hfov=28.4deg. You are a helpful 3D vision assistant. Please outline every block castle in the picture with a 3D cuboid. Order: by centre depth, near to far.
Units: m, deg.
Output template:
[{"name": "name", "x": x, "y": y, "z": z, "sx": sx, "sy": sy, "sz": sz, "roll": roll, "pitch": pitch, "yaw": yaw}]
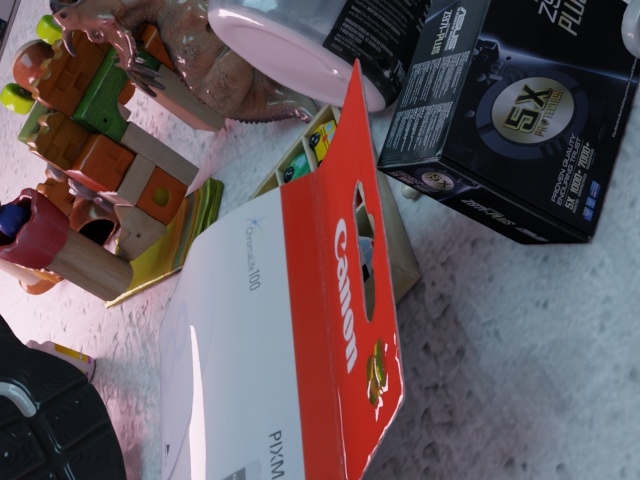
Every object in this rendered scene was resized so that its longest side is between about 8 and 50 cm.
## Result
[{"name": "block castle", "x": -0.290, "y": -0.166, "z": 1.535, "sx": 0.303, "sy": 0.213, "sz": 0.453, "roll": 8, "pitch": 67, "yaw": 52}]

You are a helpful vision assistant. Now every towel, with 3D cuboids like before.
[{"name": "towel", "x": -0.194, "y": 0.006, "z": 1.508, "sx": 0.237, "sy": 0.021, "sz": 0.102, "roll": -26, "pitch": 45, "yaw": 49}]

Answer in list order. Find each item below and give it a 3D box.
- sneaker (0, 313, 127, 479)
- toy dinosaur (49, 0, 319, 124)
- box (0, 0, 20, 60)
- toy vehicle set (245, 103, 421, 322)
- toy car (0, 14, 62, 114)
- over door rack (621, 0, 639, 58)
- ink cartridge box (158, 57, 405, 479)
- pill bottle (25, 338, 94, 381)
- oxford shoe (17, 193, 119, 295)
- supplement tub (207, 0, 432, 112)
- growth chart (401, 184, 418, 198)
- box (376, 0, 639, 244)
[{"name": "sneaker", "x": -0.344, "y": 0.251, "z": 1.465, "sx": 0.447, "sy": 0.169, "sz": 0.257, "roll": 41, "pitch": 150, "yaw": 37}, {"name": "toy dinosaur", "x": -0.119, "y": -0.196, "z": 1.337, "sx": 0.200, "sy": 0.295, "sz": 0.127, "roll": -44, "pitch": 1, "yaw": 13}, {"name": "box", "x": -0.481, "y": -0.213, "z": 1.518, "sx": 0.087, "sy": 0.169, "sz": 0.290, "roll": -36, "pitch": 36, "yaw": 47}, {"name": "toy vehicle set", "x": 0.000, "y": 0.000, "z": 1.174, "sx": 0.166, "sy": 0.035, "sz": 0.267, "roll": -50, "pitch": 31, "yaw": 24}, {"name": "toy car", "x": -0.368, "y": -0.221, "z": 1.914, "sx": 0.188, "sy": 0.149, "sz": 0.155, "roll": 47, "pitch": 115, "yaw": 30}, {"name": "over door rack", "x": 0.352, "y": -0.194, "z": 0.694, "sx": 0.324, "sy": 0.108, "sz": 0.239, "roll": -49, "pitch": 29, "yaw": -3}, {"name": "ink cartridge box", "x": -0.048, "y": 0.092, "z": 0.978, "sx": 0.385, "sy": 0.091, "sz": 0.308, "roll": 114, "pitch": 157, "yaw": -48}, {"name": "pill bottle", "x": -0.320, "y": 0.148, "z": 1.536, "sx": 0.043, "sy": 0.083, "sz": 0.043, "roll": -39, "pitch": 37, "yaw": 38}, {"name": "oxford shoe", "x": -0.342, "y": 0.013, "z": 1.697, "sx": 0.212, "sy": 0.076, "sz": 0.076, "roll": -45, "pitch": 38, "yaw": 29}, {"name": "supplement tub", "x": 0.046, "y": -0.294, "z": 1.158, "sx": 0.193, "sy": 0.194, "sz": 0.316, "roll": 11, "pitch": 73, "yaw": 61}, {"name": "growth chart", "x": 0.147, "y": -0.157, "z": 1.072, "sx": 0.172, "sy": 0.021, "sz": 0.237, "roll": -14, "pitch": 56, "yaw": 54}, {"name": "box", "x": 0.142, "y": -0.106, "z": 0.907, "sx": 0.077, "sy": 0.147, "sz": 0.180, "roll": -2, "pitch": 65, "yaw": 59}]
